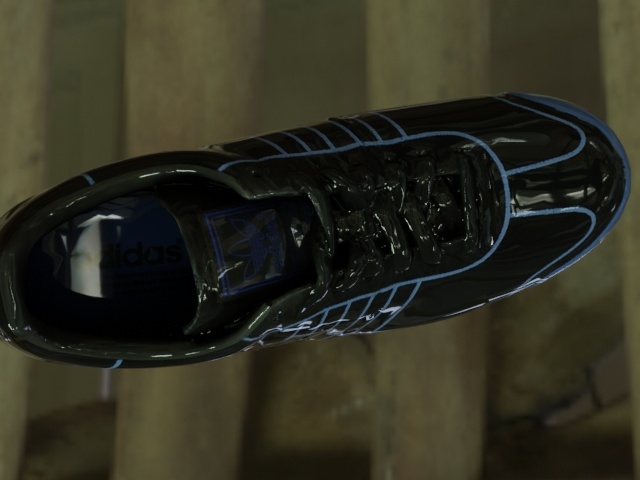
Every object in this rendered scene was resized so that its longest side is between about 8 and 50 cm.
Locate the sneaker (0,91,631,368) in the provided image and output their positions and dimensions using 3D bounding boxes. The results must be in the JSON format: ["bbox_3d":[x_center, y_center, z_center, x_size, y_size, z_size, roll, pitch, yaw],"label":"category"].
[{"bbox_3d":[0.000,0.000,0.540,0.232,0.081,0.090,-13,-175,-6],"label":"sneaker"}]
